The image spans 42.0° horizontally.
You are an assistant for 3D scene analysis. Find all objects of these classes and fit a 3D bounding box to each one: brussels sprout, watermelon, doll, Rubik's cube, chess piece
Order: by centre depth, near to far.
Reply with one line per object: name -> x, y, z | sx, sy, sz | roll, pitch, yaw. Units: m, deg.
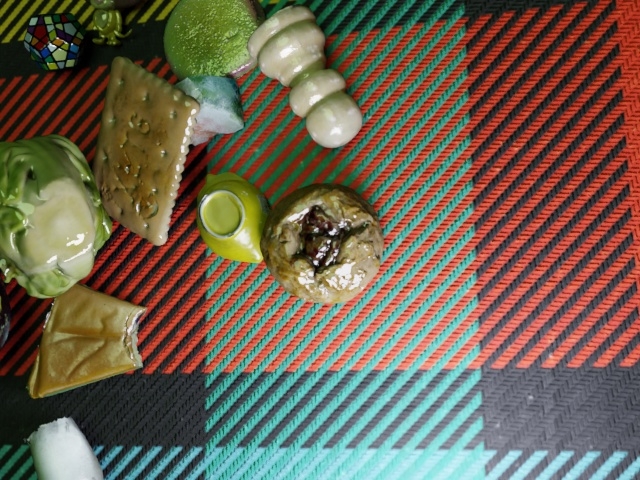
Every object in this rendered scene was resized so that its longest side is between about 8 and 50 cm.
chess piece -> -0.015, -0.293, 1.543 | 0.143, 0.143, 0.260 | -33, 78, 10
brussels sprout -> -0.524, -0.056, 1.566 | 0.247, 0.328, 0.328 | -36, 72, -14
watermelon -> -0.279, -0.231, 1.619 | 0.241, 0.154, 0.094 | -25, 75, 26
doll -> -0.424, -0.499, 1.716 | 0.145, 0.096, 0.188 | -14, 88, 22
Rubik's cube -> -0.546, -0.412, 1.726 | 0.133, 0.133, 0.111 | 1, 108, 17

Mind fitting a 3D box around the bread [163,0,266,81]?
bread -> -0.213, -0.411, 1.667 | 0.229, 0.033, 0.228 | -3, 80, 15

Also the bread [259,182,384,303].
bread -> 0.000, 0.000, 1.494 | 0.230, 0.123, 0.230 | -4, 78, 18

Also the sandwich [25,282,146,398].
sandwich -> -0.447, 0.221, 1.625 | 0.212, 0.063, 0.245 | 17, 88, 17

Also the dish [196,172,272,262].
dish -> -0.176, -0.049, 1.576 | 0.149, 0.080, 0.207 | -37, 75, 8

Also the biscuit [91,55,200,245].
biscuit -> -0.347, -0.165, 1.589 | 0.217, 0.044, 0.324 | 32, 121, 18

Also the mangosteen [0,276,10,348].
mangosteen -> -0.748, 0.144, 1.610 | 0.288, 0.288, 0.288 | -3, 81, 16

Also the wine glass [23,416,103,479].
wine glass -> -0.472, 0.441, 1.573 | 0.111, 0.111, 0.204 | -32, 77, 10
